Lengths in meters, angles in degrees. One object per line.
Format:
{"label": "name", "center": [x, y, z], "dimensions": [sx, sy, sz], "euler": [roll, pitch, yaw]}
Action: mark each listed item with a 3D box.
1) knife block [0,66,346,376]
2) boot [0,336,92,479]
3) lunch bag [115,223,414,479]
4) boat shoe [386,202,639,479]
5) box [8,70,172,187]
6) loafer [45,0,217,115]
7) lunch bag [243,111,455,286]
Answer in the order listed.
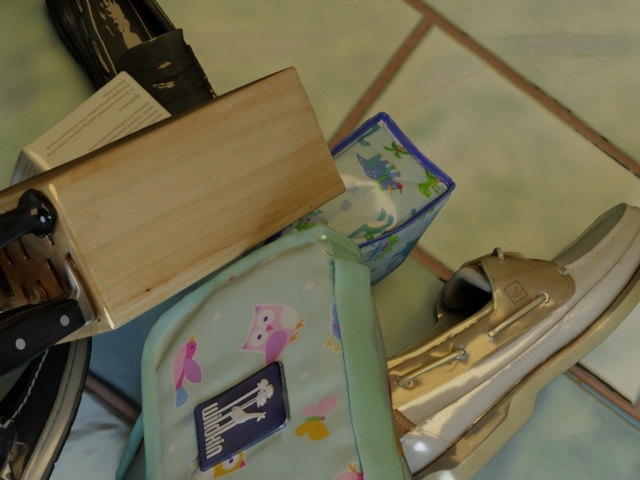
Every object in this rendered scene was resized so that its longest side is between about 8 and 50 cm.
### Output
{"label": "knife block", "center": [-0.119, -0.001, 0.817], "dimensions": [0.276, 0.242, 0.088], "euler": [-23, 100, -1]}
{"label": "boot", "center": [-0.253, 0.126, 0.887], "dimensions": [0.179, 0.085, 0.236], "euler": [25, 67, -7]}
{"label": "lunch bag", "center": [-0.028, 0.150, 0.835], "dimensions": [0.160, 0.262, 0.223], "euler": [10, 42, -17]}
{"label": "boat shoe", "center": [0.139, 0.056, 1.069], "dimensions": [0.103, 0.113, 0.302], "euler": [48, 59, -1]}
{"label": "box", "center": [-0.147, -0.038, 1.008], "dimensions": [0.087, 0.102, 0.101], "euler": [43, 57, 4]}
{"label": "loafer", "center": [-0.125, -0.120, 1.072], "dimensions": [0.076, 0.078, 0.223], "euler": [-29, 78, -30]}
{"label": "lunch bag", "center": [0.000, 0.000, 1.032], "dimensions": [0.096, 0.129, 0.151], "euler": [44, 59, 9]}
